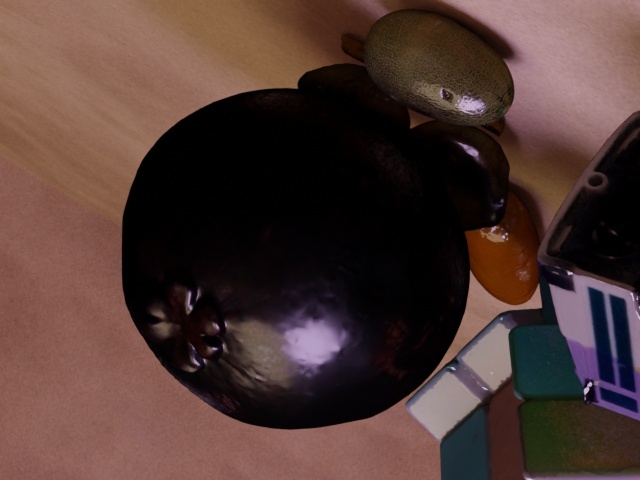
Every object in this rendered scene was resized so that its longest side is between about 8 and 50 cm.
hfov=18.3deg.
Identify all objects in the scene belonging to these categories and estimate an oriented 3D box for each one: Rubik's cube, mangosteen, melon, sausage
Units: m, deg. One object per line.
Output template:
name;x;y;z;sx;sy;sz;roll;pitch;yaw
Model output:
Rubik's cube;0.299;0.204;1.969;0.368;0.387;0.358;43;129;2
mangosteen;0.000;0.000;2.104;0.382;0.435;0.382;26;131;33
melon;0.116;-0.166;1.928;0.162;0.099;0.099;28;166;24
sausage;0.215;0.009;2.348;0.098;0.098;0.238;28;164;19

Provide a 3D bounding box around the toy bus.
toy bus;0.422;0.073;1.667;0.440;0.209;0.249;19;146;29

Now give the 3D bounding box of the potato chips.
potato chips;0.105;-0.168;2.103;0.204;0.026;0.037;29;177;15
